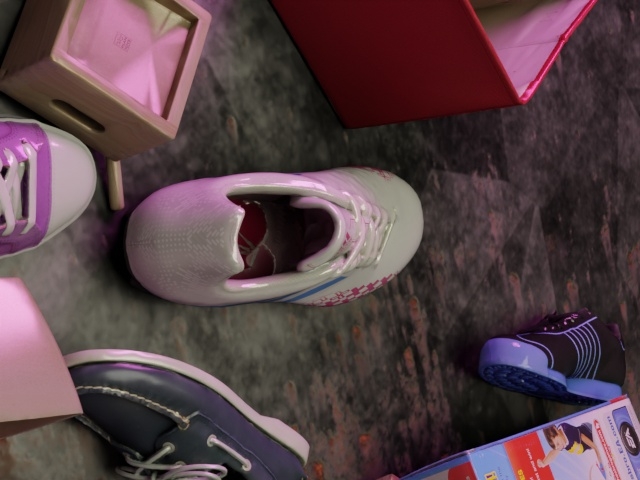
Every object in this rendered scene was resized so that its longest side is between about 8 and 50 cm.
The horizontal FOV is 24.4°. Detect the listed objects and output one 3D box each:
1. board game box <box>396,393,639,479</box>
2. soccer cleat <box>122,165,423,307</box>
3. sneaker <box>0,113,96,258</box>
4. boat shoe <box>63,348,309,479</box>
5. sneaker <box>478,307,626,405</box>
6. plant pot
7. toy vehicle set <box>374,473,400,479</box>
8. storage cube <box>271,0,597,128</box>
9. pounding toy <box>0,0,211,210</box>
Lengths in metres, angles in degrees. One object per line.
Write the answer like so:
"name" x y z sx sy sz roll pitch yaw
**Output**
"board game box" 0.234 0.317 1.331 0.302 0.086 0.308 -6 72 -52
"soccer cleat" 0.000 0.000 1.166 0.331 0.143 0.116 -8 93 -47
"sneaker" -0.224 -0.019 0.909 0.282 0.161 0.102 -12 105 -46
"boat shoe" -0.101 0.152 1.088 0.254 0.095 0.079 39 48 -48
"sneaker" 0.229 0.106 1.456 0.232 0.081 0.090 21 69 -51
"plant pot" -0.232 0.078 0.947 0.109 0.109 0.096 1 74 -47
"toy vehicle set" 0.129 0.338 1.295 0.267 0.035 0.166 37 42 -30
"storage cube" 0.091 -0.229 1.246 0.183 0.193 0.215 -53 123 -35
"pounding toy" -0.153 -0.117 1.062 0.141 0.100 0.130 34 57 -34
